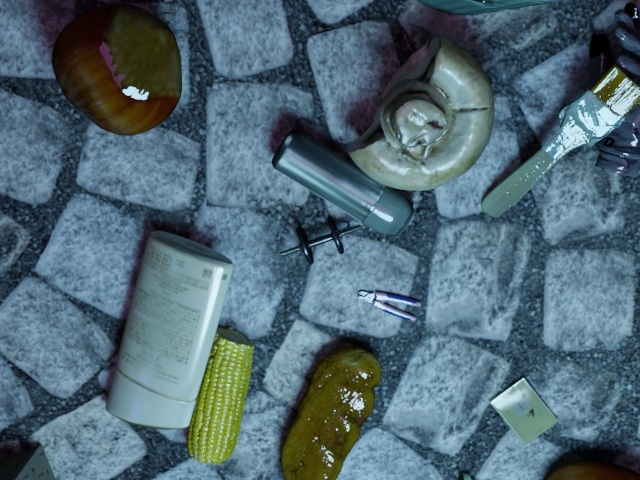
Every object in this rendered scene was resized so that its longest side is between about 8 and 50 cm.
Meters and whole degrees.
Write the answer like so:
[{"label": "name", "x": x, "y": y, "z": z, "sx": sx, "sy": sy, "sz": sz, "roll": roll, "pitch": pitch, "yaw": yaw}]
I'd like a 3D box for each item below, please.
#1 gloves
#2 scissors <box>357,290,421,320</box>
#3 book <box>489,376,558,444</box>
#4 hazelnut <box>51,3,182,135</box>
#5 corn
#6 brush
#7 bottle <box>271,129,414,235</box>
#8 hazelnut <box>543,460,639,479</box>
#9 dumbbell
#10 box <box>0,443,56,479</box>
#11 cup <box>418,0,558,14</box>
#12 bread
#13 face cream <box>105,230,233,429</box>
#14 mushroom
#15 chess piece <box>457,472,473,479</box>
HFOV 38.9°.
[{"label": "gloves", "x": 0.497, "y": -0.244, "z": 1.489, "sx": 0.119, "sy": 0.142, "sz": 0.285, "roll": -21, "pitch": 118, "yaw": -34}, {"label": "scissors", "x": 0.121, "y": 0.113, "z": 1.619, "sx": 0.113, "sy": 0.012, "sz": 0.039, "roll": 16, "pitch": 102, "yaw": -4}, {"label": "book", "x": 0.373, "y": 0.314, "z": 1.664, "sx": 0.077, "sy": 0.014, "sz": 0.111, "roll": -38, "pitch": 100, "yaw": 8}, {"label": "hazelnut", "x": -0.318, "y": -0.280, "z": 1.455, "sx": 0.210, "sy": 0.210, "sz": 0.186, "roll": 43, "pitch": 76, "yaw": -9}, {"label": "corn", "x": -0.179, "y": 0.280, "z": 1.617, "sx": 0.093, "sy": 0.093, "sz": 0.244, "roll": 11, "pitch": 102, "yaw": -3}, {"label": "brush", "x": 0.385, "y": -0.148, "z": 1.492, "sx": 0.085, "sy": 0.020, "sz": 0.336, "roll": 42, "pitch": 123, "yaw": -1}, {"label": "bottle", "x": 0.043, "y": -0.100, "z": 1.541, "sx": 0.254, "sy": 0.079, "sz": 0.096, "roll": 32, "pitch": 63, "yaw": -6}, {"label": "hazelnut", "x": 0.492, "y": 0.495, "z": 1.625, "sx": 0.181, "sy": 0.181, "sz": 0.212, "roll": -10, "pitch": 114, "yaw": -18}, {"label": "dumbbell", "x": 0.000, "y": 0.000, "z": 1.564, "sx": 0.147, "sy": 0.069, "sz": 0.069, "roll": -20, "pitch": 102, "yaw": 4}, {"label": "box", "x": -0.553, "y": 0.558, "z": 1.614, "sx": 0.190, "sy": 0.225, "sz": 0.297, "roll": -18, "pitch": 101, "yaw": 4}, {"label": "cup", "x": 0.301, "y": -0.493, "z": 1.296, "sx": 0.401, "sy": 0.392, "sz": 0.310, "roll": -25, "pitch": 108, "yaw": 0}, {"label": "bread", "x": 0.011, "y": 0.345, "z": 1.639, "sx": 0.124, "sy": 0.084, "sz": 0.344, "roll": 26, "pitch": 103, "yaw": 17}, {"label": "face cream", "x": -0.267, "y": 0.171, "z": 1.585, "sx": 0.174, "sy": 0.081, "sz": 0.348, "roll": 21, "pitch": 103, "yaw": 22}, {"label": "mushroom", "x": 0.182, "y": -0.184, "z": 1.460, "sx": 0.189, "sy": 0.195, "sz": 0.253, "roll": 31, "pitch": 104, "yaw": -11}, {"label": "chess piece", "x": 0.302, "y": 0.462, "z": 1.689, "sx": 0.093, "sy": 0.042, "sz": 0.042, "roll": 15, "pitch": 103, "yaw": -11}]
